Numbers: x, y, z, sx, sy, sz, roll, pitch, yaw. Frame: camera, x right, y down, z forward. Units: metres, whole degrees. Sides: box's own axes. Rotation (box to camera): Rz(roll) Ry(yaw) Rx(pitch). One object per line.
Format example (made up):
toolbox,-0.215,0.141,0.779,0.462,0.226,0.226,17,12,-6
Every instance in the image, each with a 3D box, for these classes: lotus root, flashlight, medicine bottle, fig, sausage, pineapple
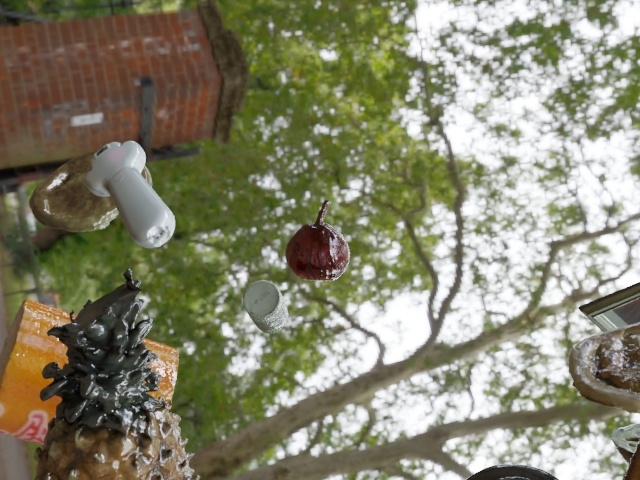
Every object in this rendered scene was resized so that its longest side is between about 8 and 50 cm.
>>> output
lotus root,0.700,0.435,1.787,0.183,0.203,0.078,15,-70,63
flashlight,-0.253,-0.061,1.189,0.200,0.093,0.047,50,-1,38
medicine bottle,-0.065,0.080,1.053,0.083,0.047,0.047,79,-6,-71
fig,0.006,0.016,1.727,0.150,0.128,0.128,-47,-138,16
sausage,-0.422,0.255,1.530,0.233,0.287,0.233,-56,-160,33
pineapple,-0.189,0.167,0.799,0.158,0.157,0.279,-135,-138,-60

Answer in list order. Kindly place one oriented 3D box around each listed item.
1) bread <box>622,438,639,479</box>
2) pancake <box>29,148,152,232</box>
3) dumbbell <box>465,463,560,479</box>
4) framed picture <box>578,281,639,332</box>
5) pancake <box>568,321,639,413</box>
bread,0.235,0.156,0.550,0.083,0.070,0.077,19,-16,30
pancake,-0.444,-0.101,1.696,0.222,0.236,0.042,54,-22,38
dumbbell,0.269,0.409,1.215,0.290,0.192,0.192,60,10,-69
framed picture,0.493,0.088,1.082,0.273,0.216,0.016,-31,-143,34
pancake,0.303,0.118,0.808,0.151,0.151,0.025,-133,-151,-58
